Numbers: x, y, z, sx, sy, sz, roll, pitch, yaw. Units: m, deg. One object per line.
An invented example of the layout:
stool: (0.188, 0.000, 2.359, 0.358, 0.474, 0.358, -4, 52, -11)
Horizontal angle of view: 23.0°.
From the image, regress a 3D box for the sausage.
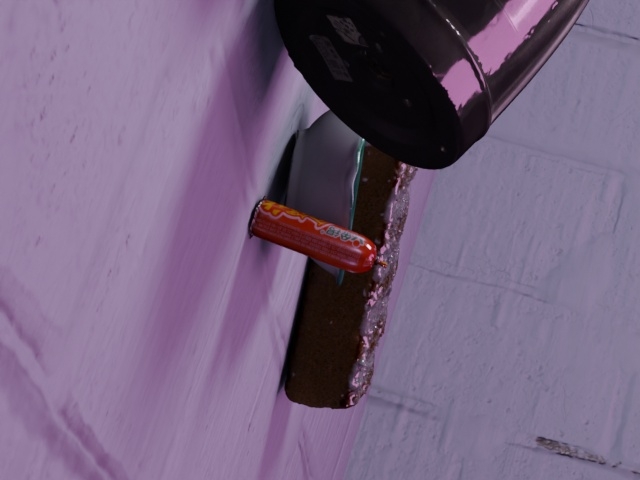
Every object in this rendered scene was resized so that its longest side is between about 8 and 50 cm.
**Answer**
sausage: (0.000, 0.000, 1.610, 0.050, 0.145, 0.048, 91, 21, -72)

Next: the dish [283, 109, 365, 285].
dish: (0.007, -0.077, 1.714, 0.224, 0.078, 0.246, 93, 7, -79)

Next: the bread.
bread: (0.051, 0.016, 2.105, 0.165, 0.113, 0.416, -57, 160, -71)

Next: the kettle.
kettle: (0.123, -0.260, 1.494, 0.324, 0.321, 0.228, -45, 119, -18)
